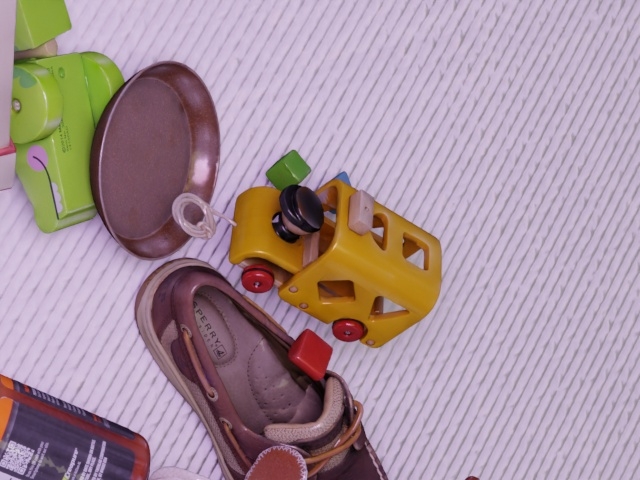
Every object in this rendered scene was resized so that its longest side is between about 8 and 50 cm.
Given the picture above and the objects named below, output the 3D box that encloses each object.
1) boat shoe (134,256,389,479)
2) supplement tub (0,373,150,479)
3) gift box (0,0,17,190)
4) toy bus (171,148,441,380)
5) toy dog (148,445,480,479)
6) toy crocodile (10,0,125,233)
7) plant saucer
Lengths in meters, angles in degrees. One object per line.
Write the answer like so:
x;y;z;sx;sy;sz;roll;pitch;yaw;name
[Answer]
-0.026;0.160;1.453;0.123;0.123;0.342;-38;105;-20;boat shoe
-0.244;0.170;1.363;0.198;0.106;0.106;27;79;-22;supplement tub
-0.360;-0.133;1.198;0.255;0.258;0.276;-12;56;-21;gift box
0.009;0.001;1.421;0.202;0.104;0.191;-23;79;-52;toy bus
0.010;0.250;1.396;0.334;0.220;0.161;15;40;5;toy dog
-0.245;-0.173;1.367;0.115;0.105;0.340;-32;112;-58;toy crocodile
-0.142;-0.068;1.415;0.168;0.029;0.168;-23;118;-54;plant saucer
